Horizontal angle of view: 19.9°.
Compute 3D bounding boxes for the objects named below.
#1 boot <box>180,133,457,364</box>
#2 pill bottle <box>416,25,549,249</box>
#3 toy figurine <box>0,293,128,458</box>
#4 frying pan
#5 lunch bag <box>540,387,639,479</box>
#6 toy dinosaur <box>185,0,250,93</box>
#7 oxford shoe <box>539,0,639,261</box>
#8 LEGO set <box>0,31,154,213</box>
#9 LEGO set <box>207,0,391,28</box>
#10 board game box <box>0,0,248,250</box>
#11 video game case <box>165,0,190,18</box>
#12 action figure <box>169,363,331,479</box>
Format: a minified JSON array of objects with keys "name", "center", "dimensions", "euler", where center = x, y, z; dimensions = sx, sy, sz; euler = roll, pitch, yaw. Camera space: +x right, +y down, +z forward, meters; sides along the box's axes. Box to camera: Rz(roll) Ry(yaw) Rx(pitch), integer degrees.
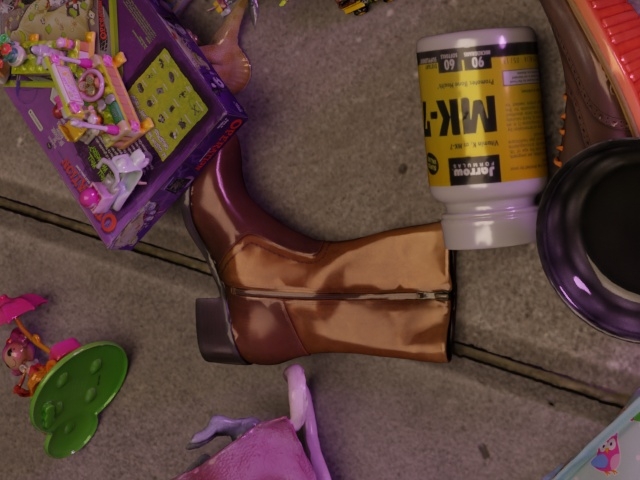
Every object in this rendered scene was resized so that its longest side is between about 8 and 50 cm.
[{"name":"boot","center":[0.000,0.000,1.886],"dimensions":[0.280,0.096,0.264],"euler":[-4,86,22]},{"name":"pill bottle","center":[0.161,-0.100,1.779],"dimensions":[0.119,0.119,0.209],"euler":[-4,94,26]},{"name":"toy figurine","center":[-0.318,0.136,2.063],"dimensions":[0.159,0.130,0.173],"euler":[42,137,30]},{"name":"frying pan","center":[0.342,-0.024,1.618],"dimensions":[0.326,0.053,0.197],"euler":[-25,95,32]},{"name":"lunch bag","center":[0.374,0.219,1.691],"dimensions":[0.223,0.160,0.262],"euler":[51,119,13]},{"name":"toy dinosaur","center":[-0.116,-0.198,1.951],"dimensions":[0.092,0.053,0.183],"euler":[19,112,7]},{"name":"oxford shoe","center":[0.264,-0.113,1.725],"dimensions":[0.132,0.130,0.364],"euler":[-26,85,30]},{"name":"LEGO set","center":[-0.283,-0.160,1.877],"dimensions":[0.287,0.107,0.132],"euler":[44,110,28]},{"name":"LEGO set","center":[-0.019,-0.388,1.793],"dimensions":[0.255,0.192,0.331],"euler":[-12,91,27]},{"name":"board game box","center":[-0.238,-0.185,1.939],"dimensions":[0.208,0.056,0.347],"euler":[-44,65,19]},{"name":"video game case","center":[-0.220,-0.334,1.991],"dimensions":[0.227,0.026,0.206],"euler":[46,113,15]},{"name":"action figure","center":[-0.010,0.358,1.906],"dimensions":[0.275,0.248,0.370],"euler":[-40,76,-3]}]
